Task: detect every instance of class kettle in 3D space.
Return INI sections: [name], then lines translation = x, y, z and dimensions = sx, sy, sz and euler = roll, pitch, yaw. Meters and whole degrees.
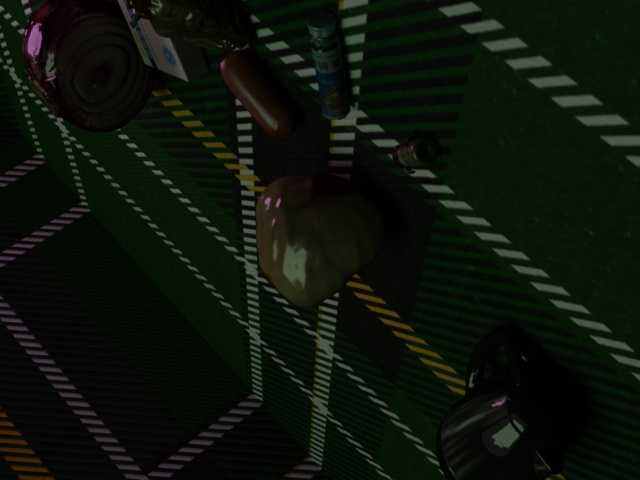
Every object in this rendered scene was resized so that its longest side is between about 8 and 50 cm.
[kettle]
translation = 0.346, 0.311, 1.734
dimensions = 0.207, 0.251, 0.271
euler = 23, 149, -3

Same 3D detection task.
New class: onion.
[onion]
translation = -0.554, -0.432, 2.318
dimensions = 0.260, 0.282, 0.336
euler = 39, 167, 40

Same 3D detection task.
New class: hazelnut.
[hazelnut]
translation = 0.000, 0.000, 1.867
dimensions = 0.261, 0.261, 0.241
euler = 43, -179, 25

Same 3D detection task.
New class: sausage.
[sausage]
translation = -0.116, -0.278, 1.906
dimensions = 0.197, 0.076, 0.076
euler = 51, 158, 4

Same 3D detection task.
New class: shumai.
[shumai]
translation = -0.262, -0.422, 1.837
dimensions = 0.184, 0.185, 0.218
euler = 13, 134, 59

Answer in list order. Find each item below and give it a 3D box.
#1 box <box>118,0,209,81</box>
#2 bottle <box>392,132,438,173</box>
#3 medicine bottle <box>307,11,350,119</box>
[box]
translation = -0.360, -0.509, 2.068
dimensions = 0.200, 0.065, 0.343
euler = 29, 147, 47
[bottle]
translation = 0.148, -0.139, 1.612
dimensions = 0.047, 0.063, 0.101
euler = 30, 168, -19
[medicine bottle]
translation = 0.015, -0.288, 1.657
dimensions = 0.051, 0.051, 0.191
euler = 36, 152, 37
